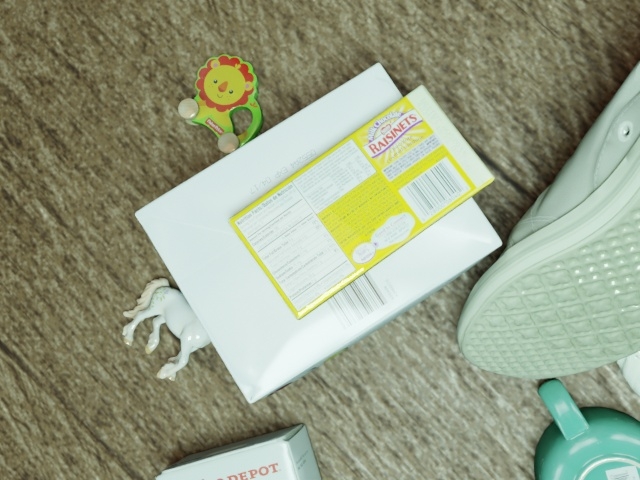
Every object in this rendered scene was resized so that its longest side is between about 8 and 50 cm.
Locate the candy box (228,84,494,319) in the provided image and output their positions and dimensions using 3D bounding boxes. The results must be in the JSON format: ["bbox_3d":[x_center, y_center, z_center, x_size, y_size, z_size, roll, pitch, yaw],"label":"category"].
[{"bbox_3d":[0.035,-0.033,0.622,0.206,0.027,0.105,-35,79,-3],"label":"candy box"}]

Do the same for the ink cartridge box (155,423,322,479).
[{"bbox_3d":[-0.063,0.314,0.757,0.153,0.087,0.208,-17,85,11],"label":"ink cartridge box"}]

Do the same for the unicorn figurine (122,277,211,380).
[{"bbox_3d":[-0.145,0.097,0.796,0.162,0.060,0.111,37,89,14],"label":"unicorn figurine"}]

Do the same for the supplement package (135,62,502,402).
[{"bbox_3d":[0.000,0.000,0.706,0.262,0.145,0.204,-32,82,-2],"label":"supplement package"}]

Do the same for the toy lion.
[{"bbox_3d":[-0.104,-0.156,0.818,0.100,0.034,0.096,42,88,10],"label":"toy lion"}]

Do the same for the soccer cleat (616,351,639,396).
[{"bbox_3d":[0.314,0.062,0.694,0.068,0.076,0.196,-5,87,12],"label":"soccer cleat"}]

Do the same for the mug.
[{"bbox_3d":[0.260,0.223,0.688,0.158,0.097,0.129,27,93,11],"label":"mug"}]

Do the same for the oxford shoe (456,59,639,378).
[{"bbox_3d":[0.258,-0.028,0.608,0.169,0.130,0.449,16,135,-10],"label":"oxford shoe"}]
